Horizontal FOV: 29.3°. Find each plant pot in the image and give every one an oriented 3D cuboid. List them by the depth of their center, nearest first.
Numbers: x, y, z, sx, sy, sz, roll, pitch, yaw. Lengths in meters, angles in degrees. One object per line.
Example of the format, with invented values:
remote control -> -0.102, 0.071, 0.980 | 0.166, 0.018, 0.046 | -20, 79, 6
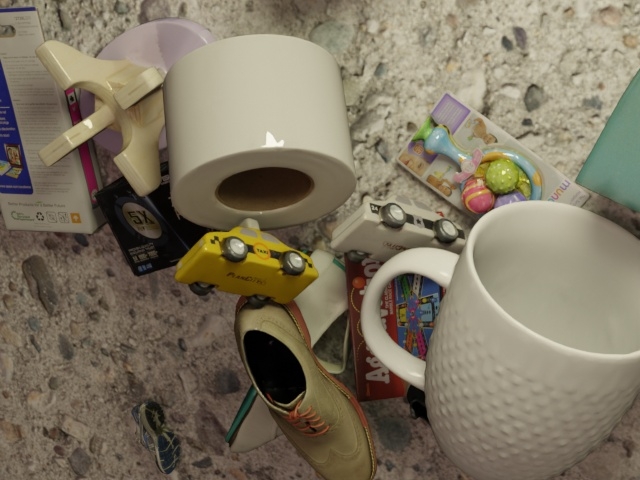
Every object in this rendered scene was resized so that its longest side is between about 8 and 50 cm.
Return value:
plant pot -> 0.433, -0.155, 1.431 | 0.165, 0.166, 0.234 | 26, 117, 12

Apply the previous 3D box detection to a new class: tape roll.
tape roll -> -0.082, -0.137, 1.615 | 0.246, 0.246, 0.169 | -24, 62, 33

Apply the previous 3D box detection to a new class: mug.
mug -> 0.231, 0.139, 1.605 | 0.374, 0.276, 0.328 | 23, 131, 8

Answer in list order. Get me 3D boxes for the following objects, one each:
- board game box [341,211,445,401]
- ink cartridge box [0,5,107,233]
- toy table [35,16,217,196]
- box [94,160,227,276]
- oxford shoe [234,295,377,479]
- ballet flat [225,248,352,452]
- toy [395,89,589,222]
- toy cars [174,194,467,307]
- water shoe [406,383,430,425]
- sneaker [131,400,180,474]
board game box -> 0.112, 0.099, 1.757 | 0.145, 0.027, 0.281 | -7, 114, -2
ink cartridge box -> -0.453, -0.188, 1.911 | 0.176, 0.069, 0.371 | 3, 118, 26
toy table -> -0.282, -0.200, 1.762 | 0.252, 0.161, 0.274 | 45, 126, 0
box -> -0.230, -0.041, 1.866 | 0.180, 0.077, 0.147 | -15, 107, 32
oxford shoe -> -0.030, 0.238, 1.745 | 0.123, 0.130, 0.348 | -28, 107, 16
ballet flat -> -0.034, 0.196, 1.865 | 0.139, 0.139, 0.400 | 29, 120, 11
toy -> 0.220, -0.077, 1.637 | 0.237, 0.056, 0.137 | 39, 127, 4
toy cars -> 0.000, 0.000, 1.638 | 0.394, 0.087, 0.176 | -11, 148, -2
water shoe -> 0.208, 0.271, 1.778 | 0.203, 0.080, 0.073 | 29, 122, -12
sneaker -> -0.287, 0.339, 2.111 | 0.058, 0.052, 0.135 | -8, 103, 40
